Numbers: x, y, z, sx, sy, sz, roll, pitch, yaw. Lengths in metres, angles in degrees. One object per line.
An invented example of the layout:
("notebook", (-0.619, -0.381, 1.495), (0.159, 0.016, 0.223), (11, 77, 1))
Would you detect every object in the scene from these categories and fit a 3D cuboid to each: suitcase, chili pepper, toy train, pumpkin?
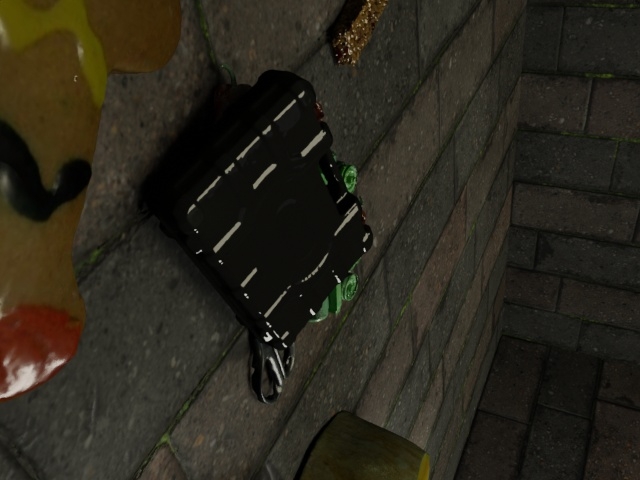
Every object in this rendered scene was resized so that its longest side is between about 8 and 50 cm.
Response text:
("suitcase", (-0.048, -0.021, 0.678), (0.206, 0.066, 0.285), (-50, 142, -18))
("chili pepper", (-0.092, -0.113, 0.657), (0.050, 0.041, 0.153), (-7, 113, -20))
("toy train", (0.000, 0.000, 0.864), (0.119, 0.085, 0.251), (-34, 129, -49))
("pumpkin", (0.082, 0.506, 1.128), (0.332, 0.199, 0.332), (-35, 131, -52))

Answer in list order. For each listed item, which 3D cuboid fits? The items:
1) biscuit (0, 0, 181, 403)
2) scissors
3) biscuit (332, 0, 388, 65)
("biscuit", (-0.223, -0.102, 0.343), (0.368, 0.076, 0.394), (35, 69, -64))
("scissors", (-0.083, 0.107, 0.798), (0.300, 0.022, 0.109), (75, 32, -43))
("biscuit", (0.065, -0.343, 0.898), (0.199, 0.034, 0.064), (-64, 151, -27))
